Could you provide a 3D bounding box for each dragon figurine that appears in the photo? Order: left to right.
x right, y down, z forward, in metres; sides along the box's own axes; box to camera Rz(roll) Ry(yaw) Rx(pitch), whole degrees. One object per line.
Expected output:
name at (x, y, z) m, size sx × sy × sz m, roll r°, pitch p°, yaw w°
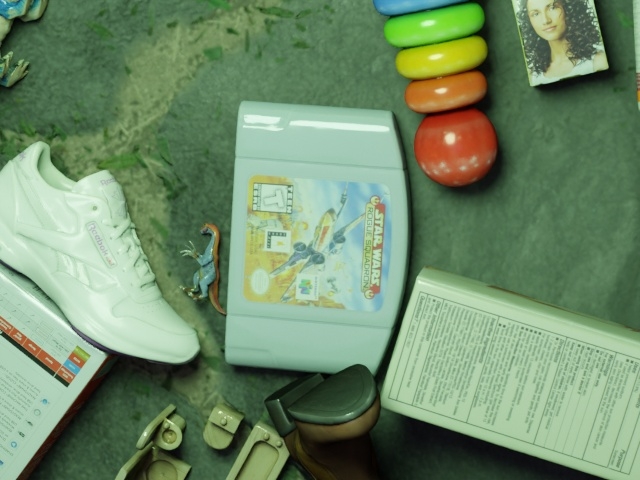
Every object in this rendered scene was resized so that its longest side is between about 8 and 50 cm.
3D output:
dragon figurine at (-0.396, -0.236, 1.594) m, size 0.144 × 0.085 × 0.289 m, roll 19°, pitch 99°, yaw 6°

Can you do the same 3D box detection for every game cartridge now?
game cartridge at (0.000, 0.000, 1.580) m, size 0.198 × 0.062 × 0.297 m, roll 5°, pitch 98°, yaw 12°

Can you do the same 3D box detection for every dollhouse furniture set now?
dollhouse furniture set at (-0.133, 0.260, 1.594) m, size 0.151 × 0.123 × 0.144 m, roll 29°, pitch 100°, yaw 4°

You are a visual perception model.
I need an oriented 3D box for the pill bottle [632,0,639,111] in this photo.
pill bottle at (0.378, -0.239, 1.455) m, size 0.121 × 0.121 × 0.221 m, roll -3°, pitch 96°, yaw 9°

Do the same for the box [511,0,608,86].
box at (0.236, -0.283, 1.504) m, size 0.087 × 0.058 × 0.232 m, roll -14°, pitch 94°, yaw 10°

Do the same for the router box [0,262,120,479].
router box at (-0.445, 0.135, 1.648) m, size 0.335 × 0.082 × 0.301 m, roll 39°, pitch 101°, yaw 3°

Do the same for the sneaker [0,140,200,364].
sneaker at (-0.244, 0.016, 1.586) m, size 0.305 × 0.114 × 0.152 m, roll 39°, pitch 102°, yaw 2°

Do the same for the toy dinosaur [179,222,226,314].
toy dinosaur at (-0.127, 0.026, 1.619) m, size 0.090 × 0.047 × 0.082 m, roll 32°, pitch 92°, yaw -30°

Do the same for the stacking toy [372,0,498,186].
stacking toy at (0.120, -0.217, 1.498) m, size 0.141 × 0.141 × 0.330 m, roll -10°, pitch 99°, yaw 10°

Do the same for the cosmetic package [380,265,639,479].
cosmetic package at (0.226, 0.141, 1.522) m, size 0.296 × 0.129 × 0.153 m, roll 18°, pitch 98°, yaw 7°

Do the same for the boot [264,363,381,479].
boot at (0.055, 0.275, 1.503) m, size 0.096 × 0.264 × 0.280 m, roll -31°, pitch 92°, yaw -25°
